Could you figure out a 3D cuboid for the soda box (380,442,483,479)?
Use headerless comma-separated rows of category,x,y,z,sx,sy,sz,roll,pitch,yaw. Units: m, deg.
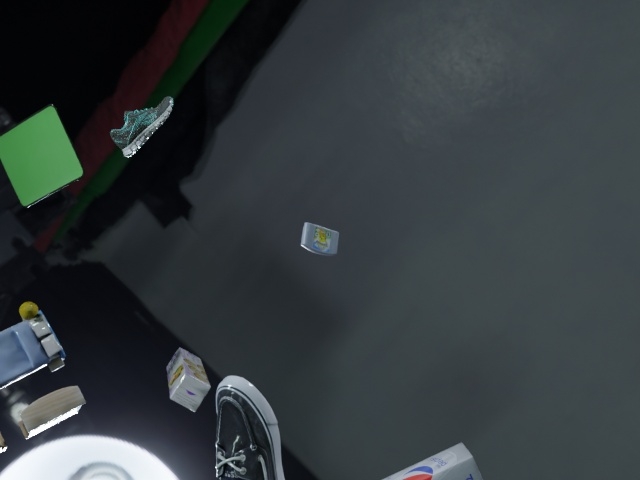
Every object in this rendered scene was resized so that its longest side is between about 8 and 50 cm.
soda box,0.242,0.598,1.664,0.286,0.098,0.091,-23,7,-2

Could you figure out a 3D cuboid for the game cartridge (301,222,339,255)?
game cartridge,0.000,0.000,1.427,0.017,0.083,0.056,-14,63,57

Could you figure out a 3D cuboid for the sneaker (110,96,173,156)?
sneaker,-0.391,-0.263,1.522,0.166,0.076,0.065,-51,17,-15

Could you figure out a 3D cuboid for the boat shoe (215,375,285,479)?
boat shoe,-0.135,0.386,1.211,0.108,0.301,0.102,2,20,28

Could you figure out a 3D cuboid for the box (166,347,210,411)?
box,-0.304,0.310,1.581,0.063,0.067,0.324,-58,11,-6

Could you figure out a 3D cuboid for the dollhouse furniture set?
dollhouse furniture set,-0.742,0.319,1.647,0.286,0.303,0.198,-26,-8,-30

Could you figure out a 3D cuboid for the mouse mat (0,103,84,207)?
mouse mat,-0.552,-0.163,1.358,0.190,0.152,0.007,-21,4,25
